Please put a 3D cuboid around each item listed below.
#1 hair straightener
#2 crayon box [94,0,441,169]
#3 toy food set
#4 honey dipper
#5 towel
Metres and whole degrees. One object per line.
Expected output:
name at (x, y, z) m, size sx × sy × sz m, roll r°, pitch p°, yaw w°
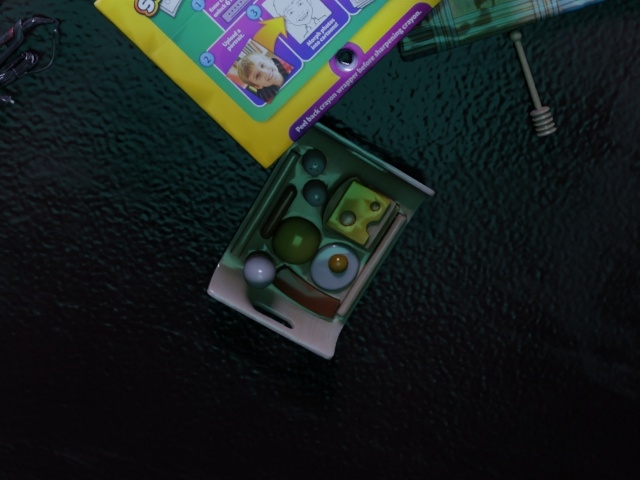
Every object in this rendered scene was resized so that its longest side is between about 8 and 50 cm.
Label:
hair straightener at (-0.460, -0.236, 1.743) m, size 0.230 × 0.047 × 0.089 m, roll -35°, pitch 106°, yaw 3°
crayon box at (-0.055, -0.330, 1.590) m, size 0.363 × 0.106 × 0.313 m, roll -43°, pitch 105°, yaw 10°
toy food set at (0.000, 0.000, 1.808) m, size 0.220 × 0.092 × 0.306 m, roll 29°, pitch 104°, yaw -11°
honey dipper at (0.306, -0.231, 1.789) m, size 0.030 × 0.030 × 0.161 m, roll -22°, pitch 104°, yaw 4°
towel at (0.256, -0.429, 1.720) m, size 0.370 × 0.040 × 0.271 m, roll -18°, pitch 106°, yaw 3°
